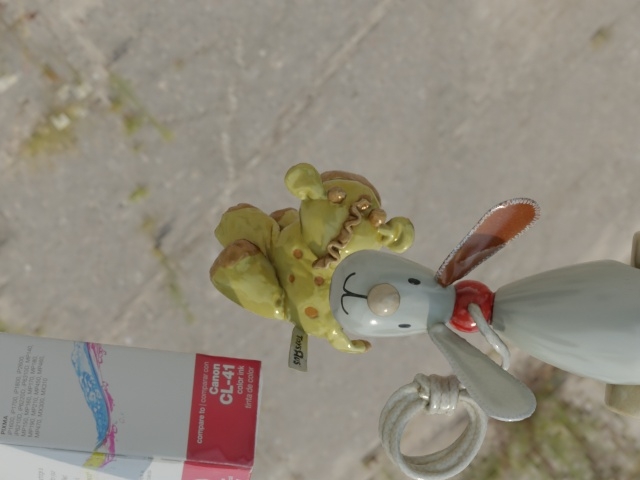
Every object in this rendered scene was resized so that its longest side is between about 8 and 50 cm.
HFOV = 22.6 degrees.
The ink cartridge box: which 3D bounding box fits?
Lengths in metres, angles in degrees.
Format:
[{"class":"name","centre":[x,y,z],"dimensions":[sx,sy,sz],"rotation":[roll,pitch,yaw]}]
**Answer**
[{"class":"ink cartridge box","centre":[-0.224,0.204,1.652],"dimensions":[0.306,0.131,0.226],"rotation":[9,151,-5]}]

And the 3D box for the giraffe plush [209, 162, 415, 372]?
[{"class":"giraffe plush","centre":[0.000,0.000,1.593],"dimensions":[0.181,0.210,0.170],"rotation":[10,127,-26]}]

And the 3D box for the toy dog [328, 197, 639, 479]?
[{"class":"toy dog","centre":[0.187,0.069,1.279],"dimensions":[0.334,0.220,0.161],"rotation":[-15,-177,-4]}]
